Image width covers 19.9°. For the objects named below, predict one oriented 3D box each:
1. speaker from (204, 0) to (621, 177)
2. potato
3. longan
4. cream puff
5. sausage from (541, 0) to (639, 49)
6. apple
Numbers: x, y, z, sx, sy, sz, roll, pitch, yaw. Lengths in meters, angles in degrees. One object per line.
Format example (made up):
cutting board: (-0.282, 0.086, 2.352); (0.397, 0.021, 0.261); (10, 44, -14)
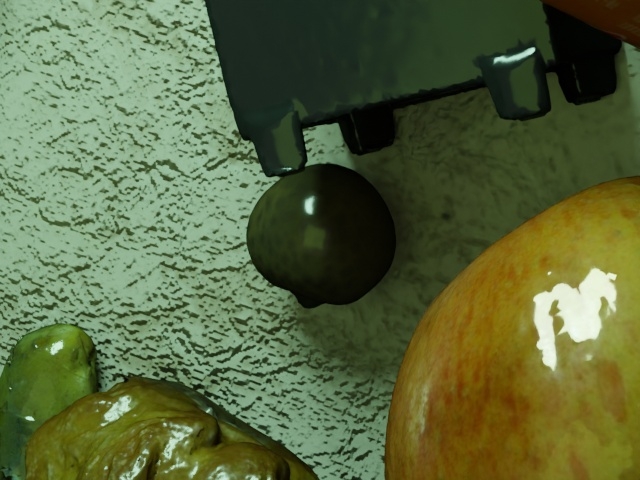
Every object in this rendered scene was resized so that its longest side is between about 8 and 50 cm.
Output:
speaker: (0.057, -0.190, 1.197); (0.232, 0.184, 0.254); (-12, 94, 24)
potato: (-0.214, 0.156, 1.426); (0.105, 0.085, 0.188); (9, 96, 19)
longan: (0.000, 0.000, 1.299); (0.113, 0.092, 0.113); (8, 113, 19)
cream puff: (-0.093, 0.189, 1.303); (0.269, 0.241, 0.154); (12, 70, 37)
sausage: (0.204, -0.157, 1.084); (0.093, 0.312, 0.093); (-19, 63, 43)
apple: (0.182, 0.110, 1.131); (0.299, 0.299, 0.275); (-17, 75, 26)
